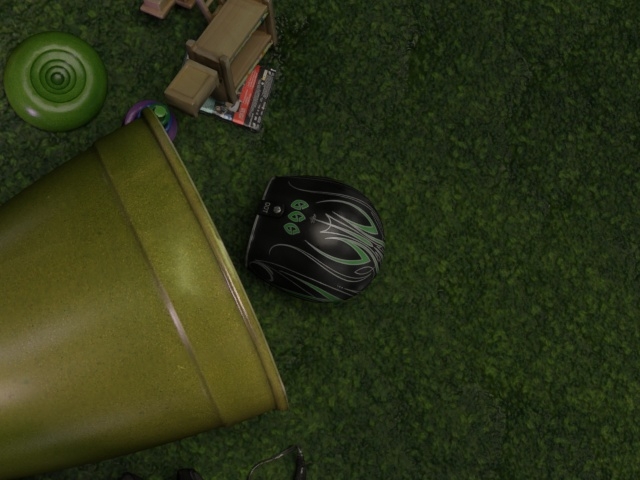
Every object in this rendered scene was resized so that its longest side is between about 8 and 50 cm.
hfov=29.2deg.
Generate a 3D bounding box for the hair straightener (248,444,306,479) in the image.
[{"bbox_3d":[-0.068,0.353,1.479,0.089,0.047,0.230,21,68,-13],"label":"hair straightener"}]

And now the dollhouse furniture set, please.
[{"bbox_3d":[-0.170,-0.236,1.532,0.161,0.101,0.182,26,66,17],"label":"dollhouse furniture set"}]

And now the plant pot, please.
[{"bbox_3d":[-0.270,0.093,1.330,0.353,0.366,0.366,-25,90,-9],"label":"plant pot"}]

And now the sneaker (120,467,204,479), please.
[{"bbox_3d":[-0.237,0.345,1.412,0.276,0.097,0.135,-20,80,-16],"label":"sneaker"}]

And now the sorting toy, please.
[{"bbox_3d":[-0.330,-0.216,1.456,0.365,0.126,0.127,28,74,-11],"label":"sorting toy"}]

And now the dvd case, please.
[{"bbox_3d":[-0.124,-0.198,1.580,0.119,0.013,0.087,19,76,-15],"label":"dvd case"}]

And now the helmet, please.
[{"bbox_3d":[0.000,0.000,1.519,0.161,0.169,0.169,18,76,3],"label":"helmet"}]
